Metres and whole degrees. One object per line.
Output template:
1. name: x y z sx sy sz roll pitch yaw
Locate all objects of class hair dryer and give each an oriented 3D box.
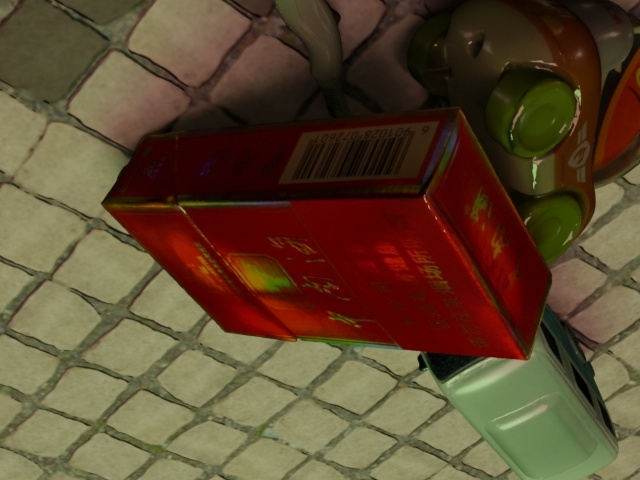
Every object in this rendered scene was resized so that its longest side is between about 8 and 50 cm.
1. hair dryer: 0.027 -0.220 0.685 0.229 0.092 0.267 -40 140 16

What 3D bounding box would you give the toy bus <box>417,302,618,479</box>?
1. toy bus: 0.199 0.136 0.951 0.133 0.165 0.271 -30 130 16

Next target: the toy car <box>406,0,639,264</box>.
1. toy car: 0.203 -0.113 0.773 0.235 0.145 0.235 -17 130 -22

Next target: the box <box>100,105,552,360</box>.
1. box: 0.001 0.001 0.743 0.313 0.089 0.197 1 144 38
